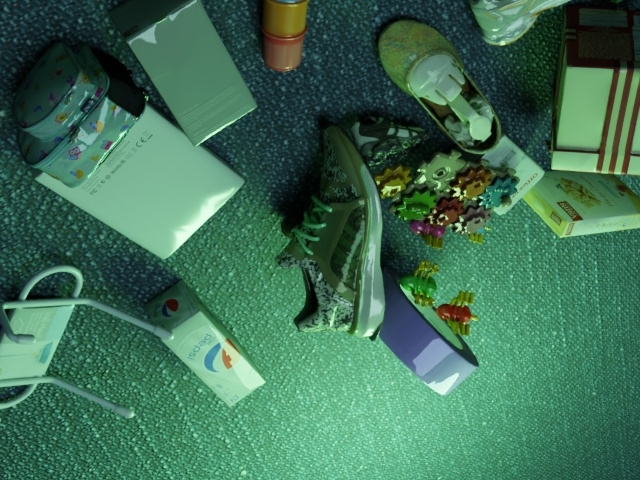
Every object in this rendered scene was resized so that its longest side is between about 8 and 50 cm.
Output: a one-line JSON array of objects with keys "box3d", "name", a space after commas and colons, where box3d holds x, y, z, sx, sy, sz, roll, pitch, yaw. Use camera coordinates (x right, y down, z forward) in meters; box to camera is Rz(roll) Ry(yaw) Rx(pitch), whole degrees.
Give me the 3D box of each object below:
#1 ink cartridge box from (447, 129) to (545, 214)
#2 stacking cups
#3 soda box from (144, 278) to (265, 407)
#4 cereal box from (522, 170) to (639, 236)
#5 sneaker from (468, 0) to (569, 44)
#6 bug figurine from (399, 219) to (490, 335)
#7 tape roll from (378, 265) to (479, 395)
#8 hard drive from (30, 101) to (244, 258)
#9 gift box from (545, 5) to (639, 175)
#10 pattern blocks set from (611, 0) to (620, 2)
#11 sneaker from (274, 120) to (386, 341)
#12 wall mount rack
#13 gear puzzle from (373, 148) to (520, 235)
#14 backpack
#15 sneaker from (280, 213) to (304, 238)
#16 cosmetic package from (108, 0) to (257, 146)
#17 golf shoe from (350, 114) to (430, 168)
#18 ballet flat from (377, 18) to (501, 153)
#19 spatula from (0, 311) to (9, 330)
[{"box3d": [0.339, -0.143, 2.133, 0.127, 0.072, 0.175, -46, 137, 12], "name": "ink cartridge box"}, {"box3d": [-0.044, -0.405, 1.642, 0.096, 0.096, 0.316, -17, 138, -20], "name": "stacking cups"}, {"box3d": [-0.216, 0.200, 2.068, 0.091, 0.098, 0.286, -35, 137, -1], "name": "soda box"}, {"box3d": [0.544, -0.083, 2.248, 0.240, 0.173, 0.047, -6, 130, -30], "name": "cereal box"}, {"box3d": [0.369, -0.453, 1.860, 0.262, 0.099, 0.121, -40, 133, 4], "name": "sneaker"}, {"box3d": [0.252, 0.044, 2.188, 0.216, 0.072, 0.278, 19, 77, -37], "name": "bug figurine"}, {"box3d": [0.192, 0.179, 2.180, 0.090, 0.275, 0.275, -45, 137, 8], "name": "tape roll"}, {"box3d": [-0.292, -0.107, 1.782, 0.203, 0.040, 0.307, -43, 138, 9], "name": "hard drive"}, {"box3d": [0.556, -0.272, 2.001, 0.255, 0.276, 0.258, 8, 131, 11], "name": "gift box"}, {"box3d": [0.449, -0.548, 1.801, 0.285, 0.026, 0.325, -49, 122, -10], "name": "pattern blocks set"}, {"box3d": [0.008, -0.003, 1.923, 0.182, 0.158, 0.410, -10, 106, -14], "name": "sneaker"}, {"box3d": [-0.445, 0.207, 1.898, 0.304, 0.130, 0.350, 0, 131, -42], "name": "wall mount rack"}, {"box3d": [0.228, -0.087, 2.024, 0.339, 0.044, 0.175, 12, 130, -40], "name": "gear puzzle"}, {"box3d": [-0.362, -0.180, 1.577, 0.144, 0.166, 0.188, 22, 109, -41], "name": "backpack"}, {"box3d": [0.000, 0.000, 2.049, 0.188, 0.066, 0.071, 5, 126, -35], "name": "sneaker"}, {"box3d": [-0.205, -0.272, 1.647, 0.127, 0.107, 0.238, -32, 135, -4], "name": "cosmetic package"}, {"box3d": [0.127, -0.193, 1.955, 0.077, 0.094, 0.198, -45, 165, 30], "name": "golf shoe"}, {"box3d": [0.225, -0.262, 1.922, 0.123, 0.123, 0.348, -42, 137, 7], "name": "ballet flat"}, {"box3d": [-0.628, 0.145, 1.799, 0.297, 0.030, 0.084, 6, 126, -37], "name": "spatula"}]
